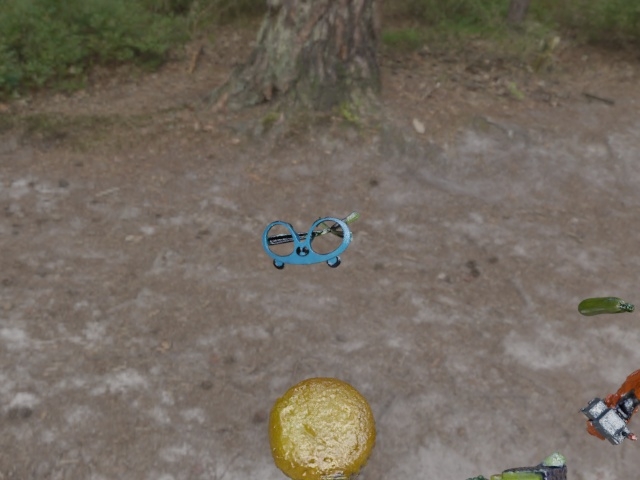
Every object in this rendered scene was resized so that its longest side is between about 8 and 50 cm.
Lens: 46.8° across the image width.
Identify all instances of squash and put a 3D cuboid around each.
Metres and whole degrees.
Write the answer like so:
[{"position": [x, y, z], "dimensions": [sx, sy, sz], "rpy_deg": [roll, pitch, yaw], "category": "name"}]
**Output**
[{"position": [0.743, 0.173, 1.940], "dimensions": [0.052, 0.052, 0.183], "rpy_deg": [-2, -6, -22], "category": "squash"}]

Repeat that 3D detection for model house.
[{"position": [0.391, 0.499, 1.474], "dimensions": [0.170, 0.211, 0.194], "rpy_deg": [45, 11, 32], "category": "model house"}]

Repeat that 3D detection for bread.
[{"position": [0.005, 0.403, 1.545], "dimensions": [0.239, 0.139, 0.240], "rpy_deg": [-6, 56, 9], "category": "bread"}]

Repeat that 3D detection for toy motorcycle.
[{"position": [0.863, 0.420, 2.005], "dimensions": [0.148, 0.325, 0.221], "rpy_deg": [48, -1, 11], "category": "toy motorcycle"}]

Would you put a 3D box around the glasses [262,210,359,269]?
[{"position": [-0.012, -0.031, 1.755], "dimensions": [0.239, 0.102, 0.207], "rpy_deg": [-5, 32, 29], "category": "glasses"}]
